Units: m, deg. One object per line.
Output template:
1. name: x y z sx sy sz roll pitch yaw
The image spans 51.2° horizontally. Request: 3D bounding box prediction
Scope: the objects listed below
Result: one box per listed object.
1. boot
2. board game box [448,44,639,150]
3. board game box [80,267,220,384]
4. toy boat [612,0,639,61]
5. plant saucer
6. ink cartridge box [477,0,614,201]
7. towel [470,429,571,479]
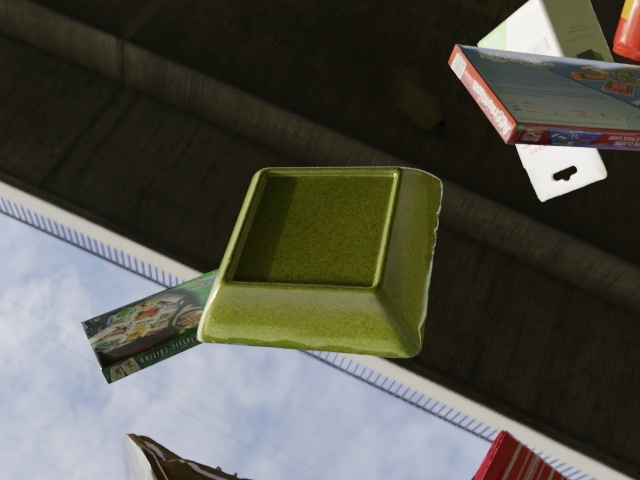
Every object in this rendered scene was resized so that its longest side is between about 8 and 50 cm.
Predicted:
1. boot: -0.138 0.307 0.778 0.115 0.112 0.305 -13 -159 -38
2. board game box: 0.288 -0.150 0.715 0.281 0.027 0.145 0 -134 -21
3. board game box: -0.183 0.099 0.911 0.259 0.030 0.136 -22 -153 -21
4. toy boat: 0.346 -0.177 0.512 0.267 0.148 0.318 5 -150 -18
5. plant saucer: 0.000 0.000 0.564 0.188 0.045 0.188 2 -129 17
6. ink cartridge box: 0.462 -0.274 1.290 0.119 0.207 0.354 -18 -94 -22
7. towel: 0.336 0.416 0.955 0.275 0.031 0.199 38 -141 13
